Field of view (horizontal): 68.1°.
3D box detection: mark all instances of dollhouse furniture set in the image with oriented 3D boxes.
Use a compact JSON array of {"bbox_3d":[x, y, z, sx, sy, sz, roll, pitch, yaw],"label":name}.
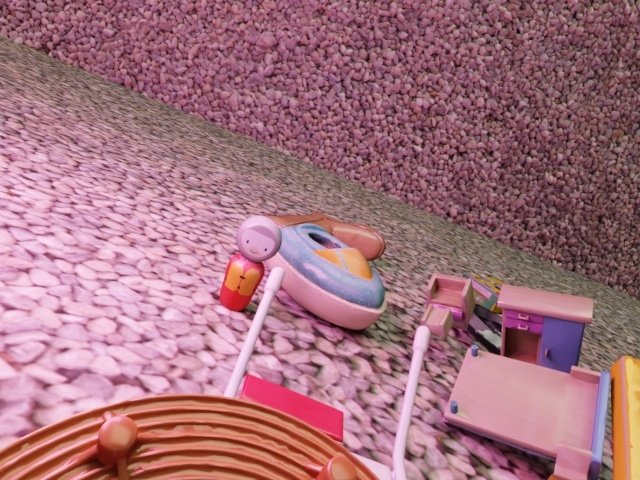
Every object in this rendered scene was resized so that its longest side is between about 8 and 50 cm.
[{"bbox_3d":[0.276,0.241,0.745,0.286,0.198,0.303,9,40,28],"label":"dollhouse furniture set"}]

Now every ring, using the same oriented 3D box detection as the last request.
[{"bbox_3d":[-0.057,0.215,0.202,0.336,0.032,0.337,17,37,-13],"label":"ring"}]

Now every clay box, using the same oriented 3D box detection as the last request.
[{"bbox_3d":[0.506,0.155,1.355,0.222,0.053,0.127,8,23,-41],"label":"clay box"}]

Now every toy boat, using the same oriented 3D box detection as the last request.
[{"bbox_3d":[-0.023,0.041,0.799,0.267,0.148,0.318,36,20,36],"label":"toy boat"}]

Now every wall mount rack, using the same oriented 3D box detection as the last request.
[{"bbox_3d":[0.011,0.169,0.475,0.350,0.130,0.304,23,16,-4],"label":"wall mount rack"}]

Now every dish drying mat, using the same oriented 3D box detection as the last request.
[{"bbox_3d":[-0.021,0.128,0.360,0.083,0.008,0.032,24,21,-6],"label":"dish drying mat"}]

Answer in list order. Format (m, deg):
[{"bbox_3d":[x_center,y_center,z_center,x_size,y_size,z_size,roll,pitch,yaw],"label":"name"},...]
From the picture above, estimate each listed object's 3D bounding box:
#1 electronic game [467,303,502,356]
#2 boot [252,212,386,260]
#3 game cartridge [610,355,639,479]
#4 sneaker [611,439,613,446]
[{"bbox_3d":[0.388,0.211,1.019,0.229,0.048,0.229,30,16,-9],"label":"electronic game"},{"bbox_3d":[0.000,0.000,1.088,0.236,0.089,0.269,18,12,24],"label":"boot"},{"bbox_3d":[0.465,0.310,0.506,0.285,0.053,0.324,21,46,15],"label":"game cartridge"},{"bbox_3d":[0.661,0.330,0.793,0.295,0.178,0.124,21,16,-11],"label":"sneaker"}]
